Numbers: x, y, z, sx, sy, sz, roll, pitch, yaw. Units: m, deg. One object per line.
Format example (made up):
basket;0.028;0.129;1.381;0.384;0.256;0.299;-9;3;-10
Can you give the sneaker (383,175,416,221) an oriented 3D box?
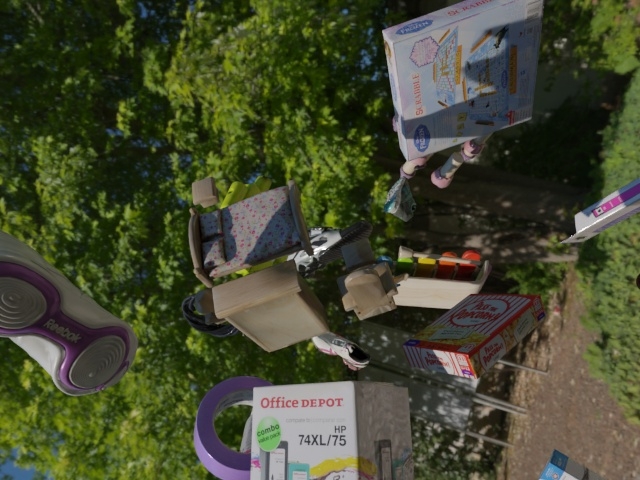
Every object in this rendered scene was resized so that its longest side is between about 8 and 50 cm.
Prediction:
sneaker;0.213;-0.103;1.245;0.065;0.076;0.166;-48;10;40

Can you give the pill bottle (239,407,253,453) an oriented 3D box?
pill bottle;-0.181;0.670;1.614;0.283;0.161;0.160;-89;4;-70

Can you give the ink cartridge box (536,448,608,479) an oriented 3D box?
ink cartridge box;0.754;0.741;1.432;0.082;0.191;0.139;-18;-52;-52

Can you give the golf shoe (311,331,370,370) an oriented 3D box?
golf shoe;0.063;0.309;1.415;0.067;0.186;0.086;-64;6;-36

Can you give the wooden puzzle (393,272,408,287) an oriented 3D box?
wooden puzzle;0.147;0.088;1.006;0.116;0.079;0.014;94;151;-71

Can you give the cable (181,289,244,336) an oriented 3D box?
cable;-0.195;0.135;0.944;0.184;0.151;0.047;94;-178;-56

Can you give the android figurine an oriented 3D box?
android figurine;-0.160;-0.025;1.196;0.248;0.056;0.272;52;-136;-37

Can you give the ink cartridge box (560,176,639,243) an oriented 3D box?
ink cartridge box;0.923;-0.105;1.482;0.176;0.069;0.371;-2;-31;-40

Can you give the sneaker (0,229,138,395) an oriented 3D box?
sneaker;-0.341;0.088;0.620;0.114;0.152;0.305;-39;-39;-20

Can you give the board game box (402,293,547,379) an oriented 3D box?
board game box;0.255;0.151;0.804;0.194;0.147;0.045;-27;-81;-31

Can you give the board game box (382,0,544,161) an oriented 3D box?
board game box;0.316;-0.360;1.071;0.318;0.318;0.065;70;-179;-48

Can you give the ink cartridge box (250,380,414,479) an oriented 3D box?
ink cartridge box;0.023;0.369;0.771;0.197;0.198;0.269;27;-124;-52

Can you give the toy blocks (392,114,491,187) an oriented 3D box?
toy blocks;0.367;-0.336;1.646;0.289;0.309;0.260;-42;-10;-30

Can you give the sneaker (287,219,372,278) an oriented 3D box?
sneaker;0.000;0.000;1.497;0.122;0.331;0.146;27;-144;-59

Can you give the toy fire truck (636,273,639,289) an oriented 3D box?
toy fire truck;0.764;0.121;0.920;0.169;0.254;0.301;-24;-81;-63

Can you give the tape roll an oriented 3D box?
tape roll;-0.214;0.527;1.364;0.274;0.275;0.090;-57;-10;-47

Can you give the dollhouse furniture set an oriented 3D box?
dollhouse furniture set;-0.079;-0.033;0.759;0.173;0.304;0.355;61;-168;-58

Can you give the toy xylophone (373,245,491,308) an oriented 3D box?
toy xylophone;0.266;0.083;1.185;0.236;0.323;0.081;106;171;-50
